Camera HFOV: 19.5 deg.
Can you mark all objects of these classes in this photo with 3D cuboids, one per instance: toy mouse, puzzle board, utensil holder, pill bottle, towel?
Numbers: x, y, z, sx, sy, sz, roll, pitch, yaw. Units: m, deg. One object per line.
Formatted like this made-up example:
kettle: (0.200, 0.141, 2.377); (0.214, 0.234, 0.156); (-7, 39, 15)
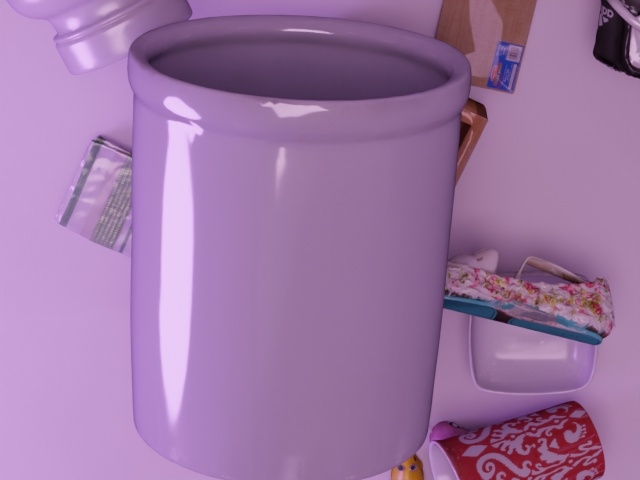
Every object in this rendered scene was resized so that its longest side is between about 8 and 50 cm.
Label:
toy mouse: (0.152, 0.265, 2.123); (0.143, 0.031, 0.161); (3, 108, 1)
puzzle board: (0.173, -0.226, 1.979); (0.096, 0.011, 0.128); (11, 108, -3)
utensil holder: (-0.027, 0.003, 1.823); (0.327, 0.327, 0.385); (3, 110, 1)
pill bottle: (-0.264, -0.344, 1.866); (0.188, 0.188, 0.334); (-24, 105, 9)
towel: (-0.202, -0.037, 2.051); (0.152, 0.023, 0.113); (25, 109, -8)

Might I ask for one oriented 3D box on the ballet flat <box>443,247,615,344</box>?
ballet flat: (0.199, 0.051, 1.984); (0.241, 0.091, 0.077); (13, 77, -6)

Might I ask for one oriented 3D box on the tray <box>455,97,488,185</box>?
tray: (0.000, 0.000, 2.025); (0.203, 0.076, 0.411); (24, 108, -5)

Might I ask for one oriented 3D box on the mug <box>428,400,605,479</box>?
mug: (0.217, 0.253, 2.076); (0.169, 0.150, 0.113); (-19, 69, -11)

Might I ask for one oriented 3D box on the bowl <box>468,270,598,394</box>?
bowl: (0.233, 0.097, 2.056); (0.142, 0.053, 0.142); (-1, 107, 3)

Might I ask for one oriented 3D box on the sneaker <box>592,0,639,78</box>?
sneaker: (0.304, -0.306, 1.849); (0.447, 0.169, 0.257); (27, 106, -16)
